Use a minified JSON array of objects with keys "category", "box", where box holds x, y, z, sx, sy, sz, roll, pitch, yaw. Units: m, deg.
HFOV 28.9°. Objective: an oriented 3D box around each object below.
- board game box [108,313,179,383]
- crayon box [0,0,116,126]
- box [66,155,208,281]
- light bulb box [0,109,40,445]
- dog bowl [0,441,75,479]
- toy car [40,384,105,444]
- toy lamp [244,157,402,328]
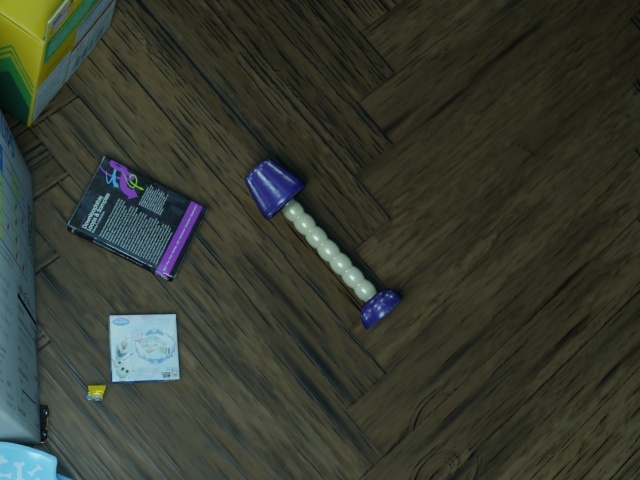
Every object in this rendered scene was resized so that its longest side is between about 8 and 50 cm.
[{"category":"board game box","box":[-0.236,0.145,1.657,0.090,0.020,0.090,0,74,-17]},{"category":"crayon box","box":[-0.338,-0.300,1.596,0.083,0.323,0.203,35,66,-5]},{"category":"box","box":[-0.251,-0.029,1.702,0.162,0.029,0.116,28,67,-9]},{"category":"light bulb box","box":[-0.459,0.046,1.418,0.225,0.358,0.360,-4,74,-5]},{"category":"dog bowl","box":[-0.297,0.339,1.488,0.297,0.166,0.074,26,54,-11]},{"category":"toy car","box":[-0.328,0.231,1.589,0.122,0.040,0.060,-13,57,-18]},{"category":"toy lamp","box":[0.000,0.000,1.748,0.080,0.080,0.274,-41,92,-24]}]
